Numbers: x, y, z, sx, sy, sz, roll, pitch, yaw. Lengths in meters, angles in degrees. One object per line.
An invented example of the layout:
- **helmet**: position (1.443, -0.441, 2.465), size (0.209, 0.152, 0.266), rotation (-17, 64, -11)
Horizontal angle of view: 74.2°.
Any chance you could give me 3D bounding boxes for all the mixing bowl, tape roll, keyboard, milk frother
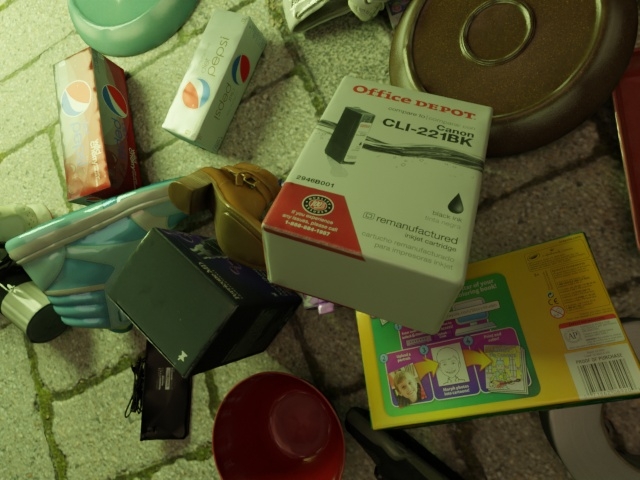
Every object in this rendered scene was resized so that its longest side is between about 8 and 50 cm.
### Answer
- **mixing bowl**: position (-0.044, 0.264, 0.579), size (0.182, 0.098, 0.181), rotation (-2, 82, 16)
- **tape roll**: position (0.371, 0.198, 0.479), size (0.219, 0.072, 0.219), rotation (-2, 82, 15)
- **keyboard**: position (-0.258, 0.222, 0.690), size (0.100, 0.038, 0.191), rotation (3, 82, -7)
- **milk frother**: position (-0.509, 0.084, 0.716), size (0.135, 0.143, 0.129), rotation (26, 84, 20)

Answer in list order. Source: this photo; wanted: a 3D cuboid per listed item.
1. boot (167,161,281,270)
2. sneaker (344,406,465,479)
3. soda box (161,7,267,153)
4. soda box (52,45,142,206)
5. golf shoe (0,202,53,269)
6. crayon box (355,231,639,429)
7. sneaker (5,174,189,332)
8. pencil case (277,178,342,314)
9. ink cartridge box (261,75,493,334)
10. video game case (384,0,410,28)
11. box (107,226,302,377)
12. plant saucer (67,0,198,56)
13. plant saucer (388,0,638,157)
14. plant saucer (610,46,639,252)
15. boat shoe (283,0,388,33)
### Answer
- **boot**: position (-0.098, -0.050, 0.614), size (0.197, 0.152, 0.073), rotation (39, 127, 13)
- **sneaker**: position (0.102, 0.323, 0.534), size (0.228, 0.087, 0.130), rotation (38, 88, 12)
- **soda box**: position (-0.173, -0.260, 0.699), size (0.074, 0.069, 0.216), rotation (24, 90, 18)
- **soda box**: position (-0.392, -0.194, 0.747), size (0.092, 0.083, 0.263), rotation (-15, 80, 14)
- **golf shoe**: position (-0.633, 0.032, 0.763), size (0.306, 0.140, 0.115), rotation (-41, 76, 10)
- **crayon box**: position (0.185, 0.116, 0.492), size (0.279, 0.081, 0.165), rotation (-19, 60, 24)
- **sneaker**: position (-0.289, 0.026, 0.684), size (0.319, 0.127, 0.208), rotation (-23, 105, -8)
- **pencil case**: position (0.000, 0.000, 0.605), size (0.087, 0.088, 0.205), rotation (-12, 81, 1)
- **ink cartridge box**: position (0.077, -0.058, 0.500), size (0.197, 0.114, 0.272), rotation (16, 54, 10)
- **video game case**: position (0.138, -0.398, 0.654), size (0.087, 0.011, 0.121), rotation (-16, 79, 14)
- **box**: position (-0.142, 0.078, 0.573), size (0.153, 0.207, 0.108), rotation (39, 97, 17)
- **plant saucer**: position (-0.362, -0.508, 0.801), size (0.318, 0.044, 0.317), rotation (-2, 83, 16)
- **plant saucer**: position (0.234, -0.267, 0.560), size (0.311, 0.050, 0.310), rotation (-1, 89, 26)
- **plant saucer**: position (0.492, -0.117, 0.496), size (0.259, 0.048, 0.258), rotation (-6, 82, 16)
- **boat shoe**: position (0.066, -0.376, 0.628), size (0.277, 0.098, 0.096), rotation (-3, 98, 33)
